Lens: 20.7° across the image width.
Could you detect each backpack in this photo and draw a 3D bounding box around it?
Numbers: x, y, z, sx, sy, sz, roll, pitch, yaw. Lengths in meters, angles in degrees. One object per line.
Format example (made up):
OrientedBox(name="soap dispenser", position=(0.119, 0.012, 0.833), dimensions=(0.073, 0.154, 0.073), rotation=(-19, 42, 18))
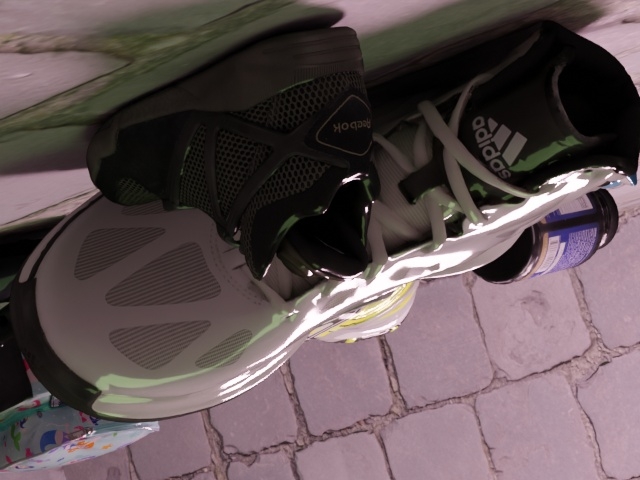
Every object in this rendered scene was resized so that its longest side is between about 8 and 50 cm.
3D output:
OrientedBox(name="backpack", position=(-0.271, 0.145, 1.912), dimensions=(0.253, 0.191, 0.225), rotation=(-19, 177, -35))

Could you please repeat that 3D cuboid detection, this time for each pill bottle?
OrientedBox(name="pill bottle", position=(0.281, -0.018, 2.210), dimensions=(0.123, 0.122, 0.219), rotation=(-21, 173, 41))

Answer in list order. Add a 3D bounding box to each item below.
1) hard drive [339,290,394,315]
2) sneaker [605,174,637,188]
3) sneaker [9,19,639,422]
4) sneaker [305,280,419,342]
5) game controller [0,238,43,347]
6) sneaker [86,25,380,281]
OrientedBox(name="hard drive", position=(-0.011, 0.028, 1.763), dimensions=(0.307, 0.040, 0.203), rotation=(-21, -159, 43))
OrientedBox(name="sneaker", position=(0.209, -0.085, 1.509), dimensions=(0.092, 0.087, 0.229), rotation=(-11, 171, 29))
OrientedBox(name="sneaker", position=(0.027, -0.041, 1.113), dimensions=(0.447, 0.169, 0.257), rotation=(-23, 171, -35))
OrientedBox(name="sneaker", position=(-0.054, 0.070, 2.210), dimensions=(0.385, 0.145, 0.147), rotation=(-17, 155, -20))
OrientedBox(name="game controller", position=(-0.286, 0.043, 1.462), dimensions=(0.166, 0.067, 0.319), rotation=(1, 168, -24))
OrientedBox(name="sneaker", position=(-0.050, -0.027, 0.977), dimensions=(0.087, 0.130, 0.227), rotation=(-10, 175, -43))
